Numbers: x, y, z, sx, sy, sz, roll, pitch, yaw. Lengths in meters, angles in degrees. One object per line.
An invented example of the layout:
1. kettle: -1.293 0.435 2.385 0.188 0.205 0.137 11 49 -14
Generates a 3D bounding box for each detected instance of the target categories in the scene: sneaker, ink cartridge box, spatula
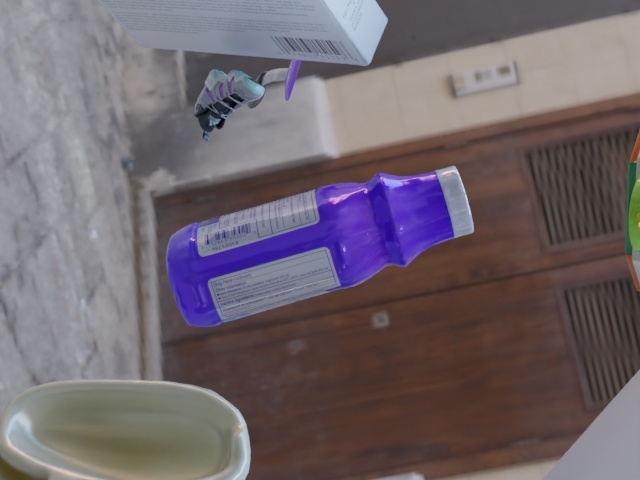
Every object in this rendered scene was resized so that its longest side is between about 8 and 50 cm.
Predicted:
1. sneaker: -0.092 -0.125 1.080 0.038 0.069 0.098 32 -7 -26
2. ink cartridge box: -0.110 -0.249 1.005 0.239 0.275 0.060 46 60 -53
3. spatula: -0.059 -0.208 1.459 0.296 0.030 0.084 170 -63 -73

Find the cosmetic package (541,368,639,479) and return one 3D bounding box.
1. cosmetic package: 0.266 0.233 0.869 0.156 0.385 0.217 55 -33 0

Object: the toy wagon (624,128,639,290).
1. toy wagon: 0.392 -0.048 1.245 0.344 0.068 0.267 -15 107 -55

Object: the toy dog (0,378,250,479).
1. toy dog: -0.216 0.326 0.769 0.284 0.395 0.408 -75 166 -48

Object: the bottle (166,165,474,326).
1. bottle: 0.000 0.000 1.070 0.118 0.283 0.092 -98 171 -72
